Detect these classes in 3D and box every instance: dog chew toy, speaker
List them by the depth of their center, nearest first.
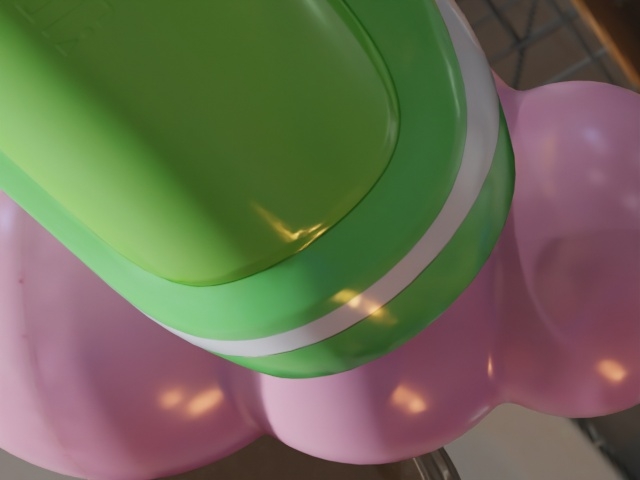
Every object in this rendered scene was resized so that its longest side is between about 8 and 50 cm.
[{"bbox_3d":[-0.068,-0.089,0.338,0.296,0.131,0.131,47,-149,-38],"label":"speaker"},{"bbox_3d":[0.000,0.000,0.571,0.206,0.332,0.206,2,-90,-76],"label":"dog chew toy"}]

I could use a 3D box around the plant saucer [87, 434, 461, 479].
[{"bbox_3d":[-0.035,0.203,0.940,0.041,0.278,0.277,82,175,-63],"label":"plant saucer"}]
